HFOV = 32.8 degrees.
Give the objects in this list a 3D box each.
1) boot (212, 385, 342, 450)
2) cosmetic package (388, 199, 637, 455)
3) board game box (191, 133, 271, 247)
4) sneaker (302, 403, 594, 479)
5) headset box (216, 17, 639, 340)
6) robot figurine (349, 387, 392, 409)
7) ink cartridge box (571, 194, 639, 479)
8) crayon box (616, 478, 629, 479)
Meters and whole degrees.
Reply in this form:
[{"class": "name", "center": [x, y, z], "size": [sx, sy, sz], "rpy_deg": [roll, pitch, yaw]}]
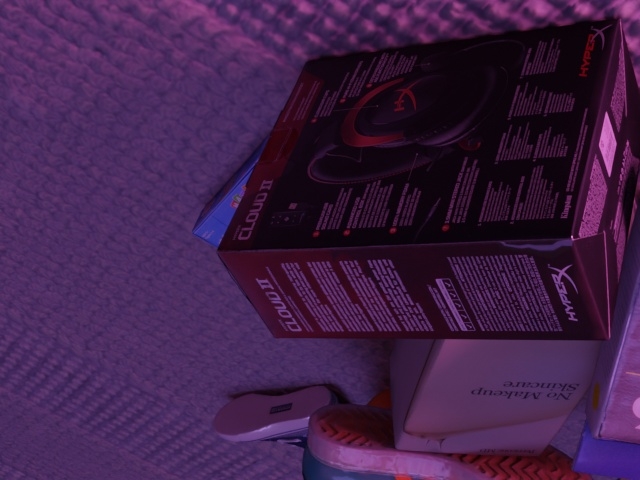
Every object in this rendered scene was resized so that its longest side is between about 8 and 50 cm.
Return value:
[{"class": "boot", "center": [-0.043, 0.239, 1.369], "size": [0.190, 0.069, 0.086], "rpy_deg": [-12, 130, 36]}, {"class": "cosmetic package", "center": [0.167, 0.082, 0.990], "size": [0.160, 0.113, 0.309], "rpy_deg": [3, 144, -5]}, {"class": "board game box", "center": [0.000, 0.000, 1.059], "size": [0.211, 0.039, 0.160], "rpy_deg": [30, 143, -15]}, {"class": "sneaker", "center": [0.129, 0.258, 1.126], "size": [0.302, 0.108, 0.121], "rpy_deg": [11, 116, 11]}, {"class": "headset box", "center": [0.075, -0.041, 0.812], "size": [0.293, 0.218, 0.110], "rpy_deg": [-3, 137, 28]}, {"class": "robot figurine", "center": [0.131, 0.243, 1.239], "size": [0.219, 0.128, 0.158], "rpy_deg": [17, -176, 5]}, {"class": "ink cartridge box", "center": [0.368, 0.105, 0.818], "size": [0.304, 0.072, 0.307], "rpy_deg": [7, 121, 5]}, {"class": "crayon box", "center": [0.406, 0.227, 1.065], "size": [0.165, 0.081, 0.278], "rpy_deg": [38, 148, 18]}]
